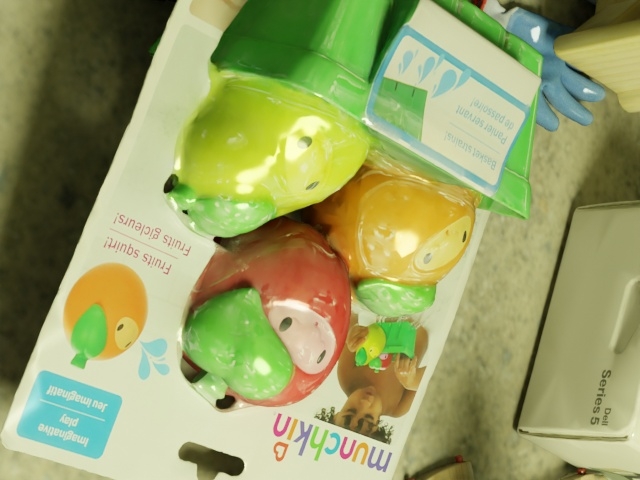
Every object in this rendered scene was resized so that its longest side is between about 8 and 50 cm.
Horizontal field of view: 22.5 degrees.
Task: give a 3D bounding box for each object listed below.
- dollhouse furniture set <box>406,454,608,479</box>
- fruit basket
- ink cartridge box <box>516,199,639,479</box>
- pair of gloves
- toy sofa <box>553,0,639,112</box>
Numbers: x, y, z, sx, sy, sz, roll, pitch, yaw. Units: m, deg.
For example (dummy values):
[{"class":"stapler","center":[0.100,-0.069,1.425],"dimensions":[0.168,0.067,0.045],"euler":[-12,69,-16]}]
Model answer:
[{"class":"dollhouse furniture set","center":[0.175,0.210,1.160],"dimensions":[0.184,0.129,0.129],"euler":[-18,100,-41]},{"class":"fruit basket","center":[0.000,0.000,0.987],"dimensions":[0.327,0.165,0.353],"euler":[27,77,-45]},{"class":"ink cartridge box","center":[0.300,0.111,1.289],"dimensions":[0.273,0.115,0.198],"euler":[32,67,-37]},{"class":"pair of gloves","center":[0.182,-0.191,1.260],"dimensions":[0.159,0.023,0.198],"euler":[32,68,-37]},{"class":"toy sofa","center":[0.312,-0.284,1.279],"dimensions":[0.177,0.150,0.362],"euler":[24,68,-41]}]
